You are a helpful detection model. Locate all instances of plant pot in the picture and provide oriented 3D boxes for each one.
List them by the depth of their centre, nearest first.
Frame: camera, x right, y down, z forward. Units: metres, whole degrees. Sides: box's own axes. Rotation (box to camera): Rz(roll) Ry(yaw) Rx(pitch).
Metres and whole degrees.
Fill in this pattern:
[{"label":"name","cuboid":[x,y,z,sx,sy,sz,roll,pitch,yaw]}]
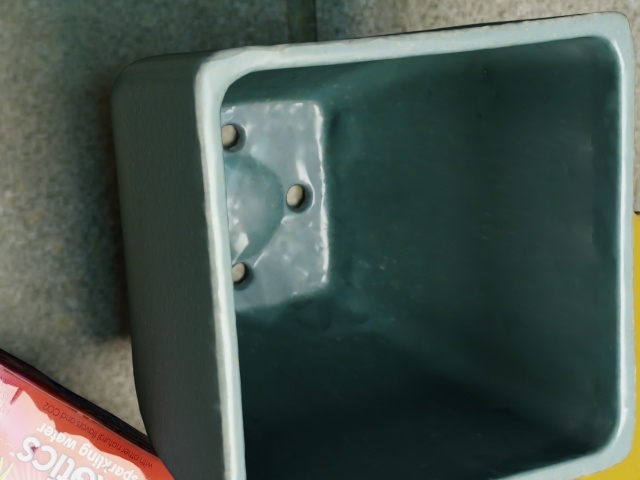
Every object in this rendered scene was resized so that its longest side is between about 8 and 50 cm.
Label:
[{"label":"plant pot","cuboid":[0.000,0.000,0.788,0.247,0.252,0.248,-10,104,-28]}]

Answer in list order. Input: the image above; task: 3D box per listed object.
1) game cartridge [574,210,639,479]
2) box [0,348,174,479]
[{"label":"game cartridge","cuboid":[0.169,0.159,0.999,0.323,0.052,0.285,-34,101,-21]},{"label":"box","cuboid":[-0.164,0.151,0.802,0.257,0.122,0.128,36,82,-29]}]
